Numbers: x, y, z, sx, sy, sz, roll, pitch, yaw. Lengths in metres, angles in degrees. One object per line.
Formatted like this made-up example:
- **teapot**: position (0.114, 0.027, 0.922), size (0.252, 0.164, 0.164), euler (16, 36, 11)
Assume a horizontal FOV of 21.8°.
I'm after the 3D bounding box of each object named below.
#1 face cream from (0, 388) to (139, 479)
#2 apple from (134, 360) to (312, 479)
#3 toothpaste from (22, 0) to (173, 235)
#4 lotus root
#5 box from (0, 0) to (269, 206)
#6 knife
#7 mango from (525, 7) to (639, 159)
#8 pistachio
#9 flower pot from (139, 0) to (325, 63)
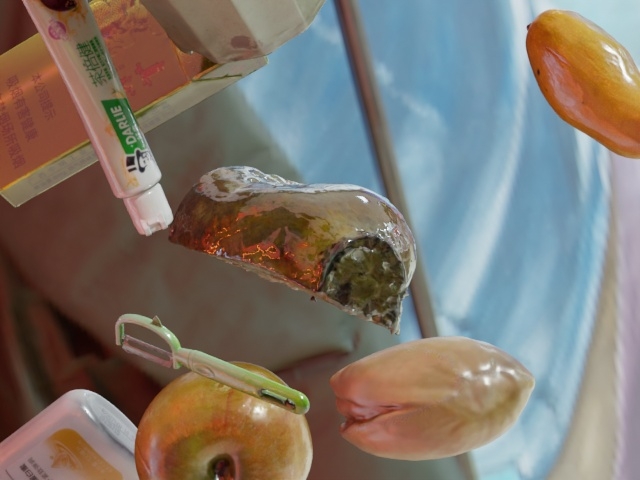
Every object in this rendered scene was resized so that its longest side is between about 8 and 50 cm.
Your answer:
- **face cream**: position (-0.337, 0.291, 1.930), size (0.291, 0.144, 0.071), euler (-35, 19, 20)
- **apple**: position (-0.097, 0.205, 1.666), size (0.182, 0.182, 0.155), euler (-13, 16, 7)
- **toothpaste**: position (-0.222, -0.153, 1.618), size (0.056, 0.314, 0.058), euler (-22, 18, 2)
- **lotus root**: position (-0.006, -0.003, 1.910), size (0.267, 0.149, 0.260), euler (20, -2, -22)
- **box**: position (-0.221, -0.179, 1.750), size (0.311, 0.043, 0.173), euler (-29, 56, 6)
- **knife**: position (-0.101, 0.109, 1.518), size (0.212, 0.054, 0.015), euler (21, 39, 24)
- **mango**: position (0.255, -0.141, 1.523), size (0.075, 0.098, 0.190), euler (-28, 62, -30)
- **pistachio**: position (0.150, 0.213, 2.253), size (0.293, 0.162, 0.181), euler (-15, -3, 28)
- **flower pot**: position (-0.107, -0.310, 1.539), size (0.290, 0.259, 0.290), euler (-11, 54, 16)
